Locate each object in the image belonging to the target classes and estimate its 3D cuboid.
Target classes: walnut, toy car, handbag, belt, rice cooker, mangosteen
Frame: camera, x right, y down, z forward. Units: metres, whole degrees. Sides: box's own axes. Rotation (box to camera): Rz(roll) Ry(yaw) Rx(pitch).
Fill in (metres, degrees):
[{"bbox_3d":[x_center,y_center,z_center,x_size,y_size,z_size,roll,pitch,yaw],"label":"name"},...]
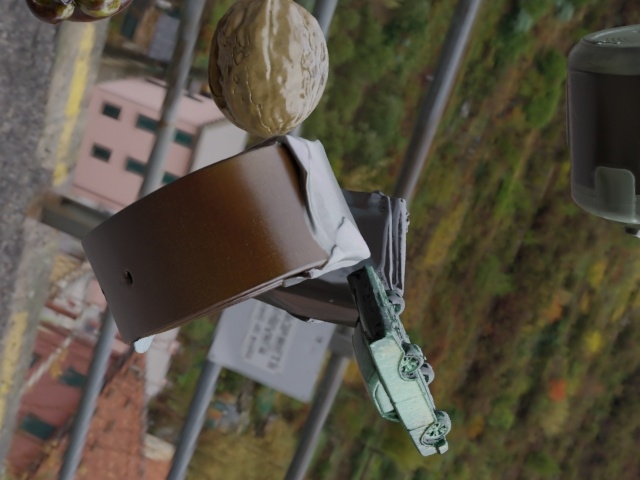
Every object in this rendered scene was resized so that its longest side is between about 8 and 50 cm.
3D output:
[{"bbox_3d":[-0.083,-0.280,1.755,0.198,0.198,0.245,-42,134,-61],"label":"walnut"},{"bbox_3d":[0.106,0.181,1.578,0.320,0.097,0.141,65,6,-45],"label":"toy car"},{"bbox_3d":[0.000,0.000,1.759,0.113,0.285,0.257,119,-14,-58],"label":"handbag"},{"bbox_3d":[-0.092,0.007,1.008,0.217,0.122,0.339,-22,179,-26],"label":"belt"},{"bbox_3d":[0.557,-0.179,1.765,0.335,0.335,0.325,-41,128,-61],"label":"rice cooker"},{"bbox_3d":[-0.357,-0.409,1.613,0.257,0.215,0.215,-99,-165,-49],"label":"mangosteen"}]

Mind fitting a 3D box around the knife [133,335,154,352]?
[{"bbox_3d":[-0.250,0.049,1.848,0.080,0.044,0.331,21,106,-41],"label":"knife"}]
